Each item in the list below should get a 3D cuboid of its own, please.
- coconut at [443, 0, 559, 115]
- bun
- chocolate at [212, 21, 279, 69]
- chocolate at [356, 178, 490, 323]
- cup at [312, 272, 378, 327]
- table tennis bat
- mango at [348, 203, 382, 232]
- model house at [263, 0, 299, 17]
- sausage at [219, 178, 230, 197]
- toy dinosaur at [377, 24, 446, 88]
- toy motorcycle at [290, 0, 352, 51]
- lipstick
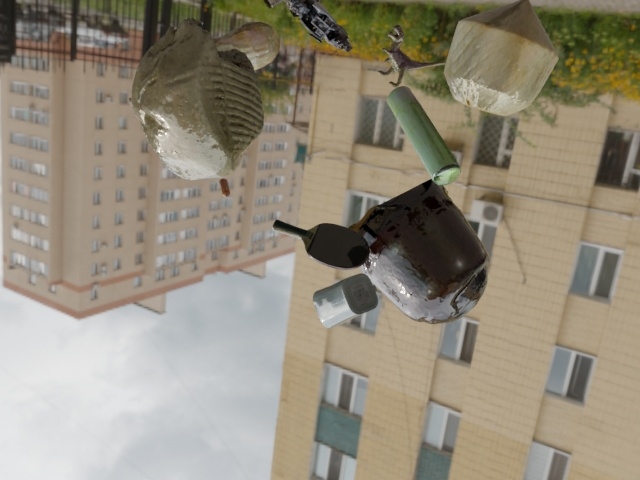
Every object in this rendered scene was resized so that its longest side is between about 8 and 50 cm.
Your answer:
[{"bbox_3d":[0.518,-0.526,1.713,0.328,0.329,0.329,7,-165,-2],"label":"coconut"},{"bbox_3d":[-0.235,-0.243,1.117,0.204,0.282,0.281,-4,-171,26],"label":"bun"},{"bbox_3d":[-0.251,-0.496,1.615,0.309,0.134,0.134,-25,-158,-9],"label":"chocolate"},{"bbox_3d":[0.322,0.071,1.777,0.383,0.384,0.331,-6,-134,-40],"label":"chocolate"},{"bbox_3d":[0.069,0.135,1.393,0.128,0.095,0.129,-15,171,-36],"label":"cup"},{"bbox_3d":[0.000,0.000,1.637,0.274,0.021,0.154,19,-133,6],"label":"table tennis bat"},{"bbox_3d":[0.183,-0.060,2.103,0.190,0.098,0.075,-36,-170,-23],"label":"mango"},{"bbox_3d":[-0.087,-0.735,1.745,0.180,0.176,0.248,-28,-167,4],"label":"model house"},{"bbox_3d":[-0.319,-0.172,2.016,0.031,0.031,0.107,2,-150,-18],"label":"sausage"},{"bbox_3d":[0.323,-0.659,2.236,0.251,0.200,0.072,37,-164,-9],"label":"toy dinosaur"},{"bbox_3d":[-0.004,-0.578,1.592,0.215,0.080,0.123,35,-155,-24],"label":"toy motorcycle"},{"bbox_3d":[0.256,-0.266,1.516,0.076,0.076,0.304,-2,-129,-30],"label":"lipstick"}]
